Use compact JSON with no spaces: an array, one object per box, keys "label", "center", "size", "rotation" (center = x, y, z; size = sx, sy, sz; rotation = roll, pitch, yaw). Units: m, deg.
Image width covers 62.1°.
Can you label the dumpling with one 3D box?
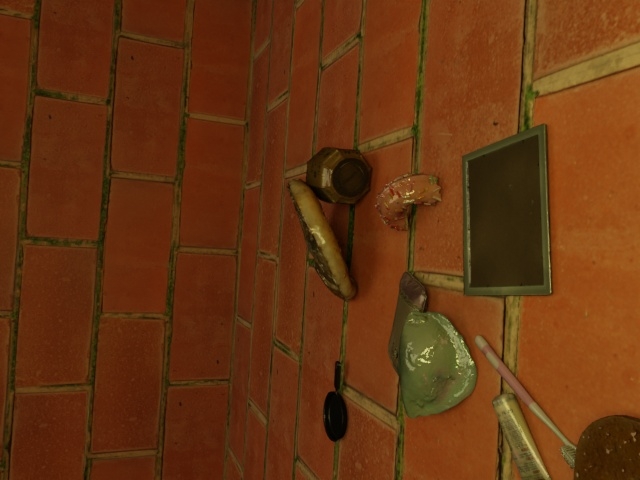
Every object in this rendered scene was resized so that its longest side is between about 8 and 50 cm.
[{"label":"dumpling","center":[0.209,0.244,1.011],"size":[0.149,0.104,0.217],"rotation":[-163,78,-68]}]

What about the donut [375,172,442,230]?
[{"label":"donut","center":[0.176,-0.082,1.139],"size":[0.166,0.116,0.065],"rotation":[120,151,-48]}]

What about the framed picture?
[{"label":"framed picture","center":[0.315,-0.040,0.913],"size":[0.217,0.017,0.275],"rotation":[169,103,-68]}]

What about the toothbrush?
[{"label":"toothbrush","center":[0.321,0.245,0.840],"size":[0.286,0.025,0.020],"rotation":[-120,40,-56]}]

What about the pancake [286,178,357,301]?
[{"label":"pancake","center":[0.000,-0.001,1.458],"size":[0.387,0.082,0.387],"rotation":[157,90,-85]}]

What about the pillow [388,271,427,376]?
[{"label":"pillow","center":[0.187,0.187,1.166],"size":[0.131,0.038,0.233],"rotation":[-128,44,-63]}]

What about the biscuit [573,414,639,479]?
[{"label":"biscuit","center":[0.383,0.316,0.637],"size":[0.181,0.049,0.208],"rotation":[-157,72,-67]}]

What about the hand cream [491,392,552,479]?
[{"label":"hand cream","center":[0.316,0.312,0.836],"size":[0.061,0.039,0.143],"rotation":[-47,53,49]}]

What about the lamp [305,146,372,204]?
[{"label":"lamp","center":[0.046,-0.174,1.430],"size":[0.185,0.161,0.162],"rotation":[-149,65,-71]}]

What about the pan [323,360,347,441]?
[{"label":"pan","center":[0.047,0.446,1.486],"size":[0.136,0.028,0.235],"rotation":[-144,57,-64]}]
